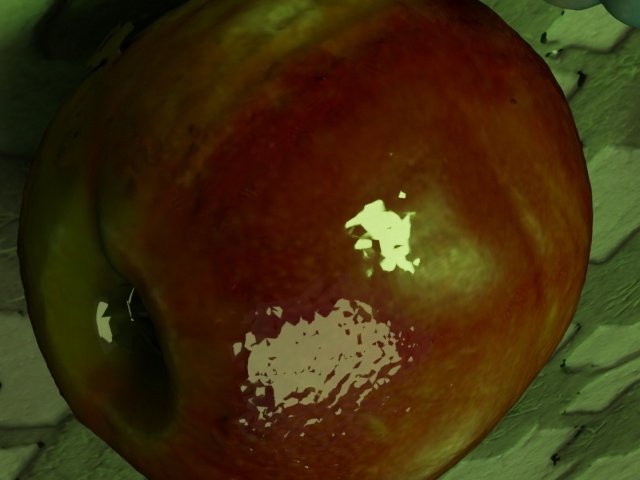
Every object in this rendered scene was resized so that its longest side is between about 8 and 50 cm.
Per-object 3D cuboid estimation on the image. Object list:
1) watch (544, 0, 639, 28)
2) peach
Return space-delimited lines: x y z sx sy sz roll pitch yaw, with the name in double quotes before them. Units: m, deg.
"watch" 0.178 -0.232 0.923 0.193 0.211 0.211 -34 152 -13
"peach" 0.002 -0.001 1.002 0.372 0.373 0.290 2 170 -42
